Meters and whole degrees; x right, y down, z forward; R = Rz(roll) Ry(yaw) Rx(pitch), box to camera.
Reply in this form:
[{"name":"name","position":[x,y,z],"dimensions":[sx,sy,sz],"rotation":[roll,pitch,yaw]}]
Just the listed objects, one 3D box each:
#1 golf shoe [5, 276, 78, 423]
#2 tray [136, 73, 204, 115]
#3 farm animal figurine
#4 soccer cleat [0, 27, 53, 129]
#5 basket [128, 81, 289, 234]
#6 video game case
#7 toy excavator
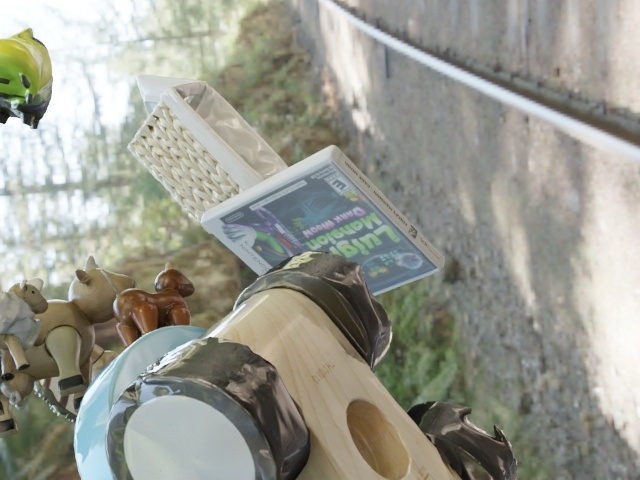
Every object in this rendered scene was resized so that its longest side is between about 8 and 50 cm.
[{"name":"golf shoe","position":[-0.416,0.186,1.639],"dimensions":[0.273,0.120,0.105],"rotation":[49,176,-6]},{"name":"tray","position":[-0.191,-0.127,1.573],"dimensions":[0.030,0.145,0.270],"rotation":[-47,-47,-34]},{"name":"farm animal figurine","position":[-0.292,0.121,1.236],"dimensions":[0.330,0.327,0.172],"rotation":[117,139,-54]},{"name":"soccer cleat","position":[-0.388,-0.221,1.296],"dimensions":[0.289,0.093,0.121],"rotation":[156,123,-78]},{"name":"basket","position":[-0.136,-0.100,1.258],"dimensions":[0.167,0.103,0.113],"rotation":[46,-160,4]},{"name":"video game case","position":[0.000,0.000,1.042],"dimensions":[0.173,0.190,0.022],"rotation":[44,-136,-25]},{"name":"toy excavator","position":[-0.060,0.292,0.734],"dimensions":[0.433,0.445,0.222],"rotation":[51,-152,-2]}]
